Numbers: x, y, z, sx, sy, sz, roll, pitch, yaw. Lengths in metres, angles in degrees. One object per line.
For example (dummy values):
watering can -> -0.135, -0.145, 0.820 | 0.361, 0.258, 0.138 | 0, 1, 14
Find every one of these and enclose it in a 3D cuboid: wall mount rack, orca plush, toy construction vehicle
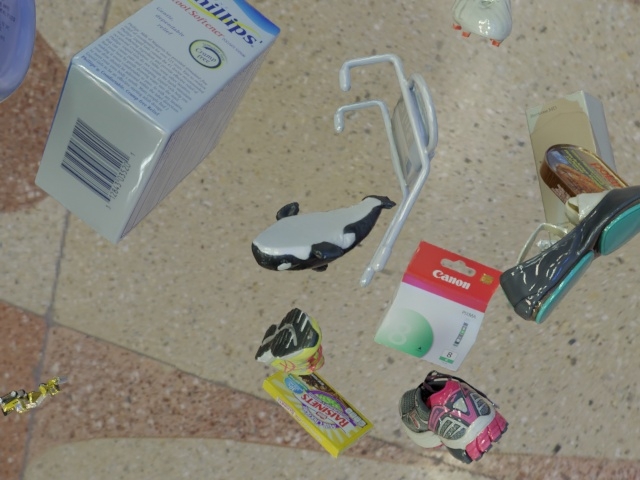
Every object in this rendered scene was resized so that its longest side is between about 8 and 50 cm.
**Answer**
wall mount rack -> 0.097, -0.100, 1.197 | 0.130, 0.350, 0.304 | -12, 81, -3
orca plush -> 0.000, 0.000, 1.385 | 0.151, 0.287, 0.102 | 29, 133, 25
toy construction vehicle -> -0.428, 0.236, 1.178 | 0.098, 0.086, 0.035 | -26, 80, 10

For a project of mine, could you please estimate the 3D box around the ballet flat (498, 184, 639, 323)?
ballet flat -> 0.252, -0.005, 0.769 | 0.203, 0.074, 0.074 | -39, 71, -13

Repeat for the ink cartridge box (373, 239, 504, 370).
ink cartridge box -> 0.226, 0.130, 1.511 | 0.181, 0.056, 0.225 | 21, 122, -5

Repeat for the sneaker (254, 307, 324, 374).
sneaker -> -0.028, 0.163, 1.207 | 0.094, 0.208, 0.081 | 29, 72, -10

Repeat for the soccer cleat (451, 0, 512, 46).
soccer cleat -> 0.190, -0.285, 0.910 | 0.068, 0.196, 0.076 | 17, 123, -3

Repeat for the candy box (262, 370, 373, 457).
candy box -> -0.006, 0.318, 1.520 | 0.206, 0.105, 0.027 | 39, 135, 26

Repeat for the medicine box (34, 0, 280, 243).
medicine box -> -0.224, -0.185, 1.092 | 0.149, 0.289, 0.263 | 38, 138, -3

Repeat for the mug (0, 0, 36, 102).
mug -> -0.472, -0.248, 0.730 | 0.328, 0.374, 0.276 | 5, 73, 2

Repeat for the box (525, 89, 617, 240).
box -> 0.563, -0.153, 1.736 | 0.148, 0.121, 0.311 | -19, 73, 36

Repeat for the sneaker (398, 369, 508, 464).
sneaker -> 0.191, 0.259, 1.254 | 0.121, 0.299, 0.112 | -42, 93, -15

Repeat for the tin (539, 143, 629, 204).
tin -> 0.414, -0.078, 1.209 | 0.040, 0.106, 0.190 | 99, 149, -45
